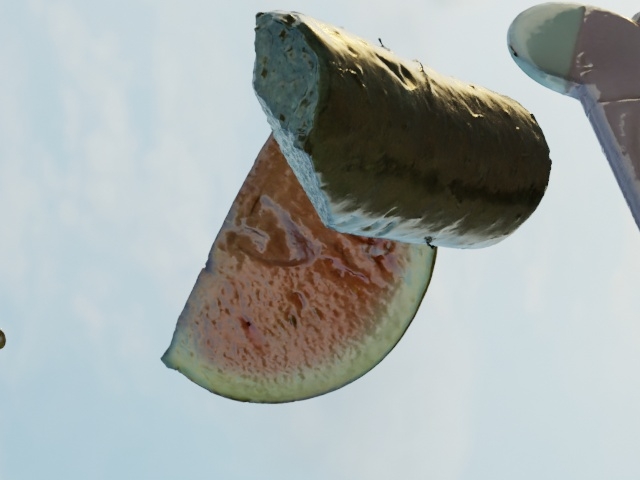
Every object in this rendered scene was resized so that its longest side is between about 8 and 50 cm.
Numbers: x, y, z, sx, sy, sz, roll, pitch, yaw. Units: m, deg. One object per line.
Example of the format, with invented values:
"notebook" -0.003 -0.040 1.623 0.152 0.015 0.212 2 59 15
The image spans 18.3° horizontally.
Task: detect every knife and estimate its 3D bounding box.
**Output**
"knife" 0.228 -0.017 1.268 0.038 0.132 0.398 100 159 -46

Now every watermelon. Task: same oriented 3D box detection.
"watermelon" 0.014 -0.007 1.524 0.303 0.159 0.128 -63 0 29

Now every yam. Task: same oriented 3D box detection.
"yam" 0.033 -0.054 1.084 0.259 0.106 0.106 12 -97 -55

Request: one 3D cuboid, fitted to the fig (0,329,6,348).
"fig" -0.202 0.111 1.014 0.093 0.166 0.093 28 -127 -44
